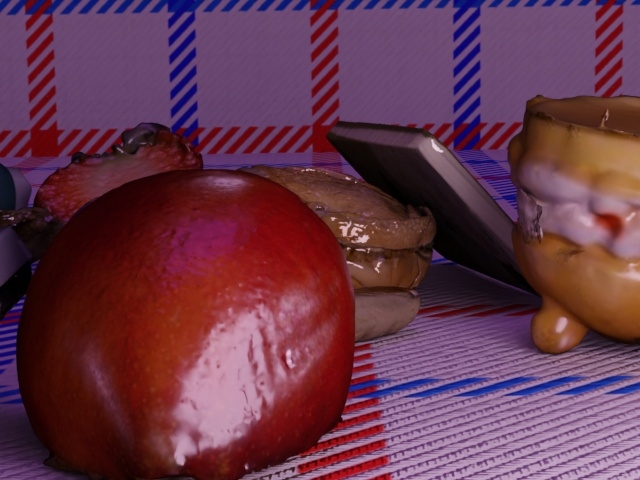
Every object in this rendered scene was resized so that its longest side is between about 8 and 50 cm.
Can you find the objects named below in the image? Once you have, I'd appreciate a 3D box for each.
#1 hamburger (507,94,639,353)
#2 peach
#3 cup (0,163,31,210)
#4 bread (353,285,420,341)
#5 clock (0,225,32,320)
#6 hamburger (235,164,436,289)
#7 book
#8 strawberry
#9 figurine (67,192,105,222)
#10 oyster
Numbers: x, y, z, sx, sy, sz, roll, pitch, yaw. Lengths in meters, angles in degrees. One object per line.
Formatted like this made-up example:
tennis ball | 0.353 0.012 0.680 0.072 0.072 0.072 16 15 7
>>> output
hamburger | 0.296 -0.010 1.387 0.276 0.237 0.276 7 13 -2
peach | -0.103 0.050 1.105 0.257 0.201 0.362 0 9 -1
cup | -0.485 -0.049 1.995 0.173 0.168 0.300 4 30 -37
bread | 0.015 0.075 1.431 0.214 0.053 0.073 -5 13 -45
clock | -0.346 0.067 1.127 0.253 0.083 0.186 -28 8 2
hamburger | 0.000 0.000 1.649 0.243 0.146 0.286 14 9 38
book | 0.136 -0.039 1.715 0.035 0.239 0.352 -46 16 -7
strawberry | -0.237 -0.012 1.910 0.233 0.138 0.306 -21 38 -8
figurine | -0.216 0.024 1.680 0.157 0.114 0.126 26 41 -5
oyster | -0.466 0.012 1.781 0.361 0.096 0.221 -3 4 -16
